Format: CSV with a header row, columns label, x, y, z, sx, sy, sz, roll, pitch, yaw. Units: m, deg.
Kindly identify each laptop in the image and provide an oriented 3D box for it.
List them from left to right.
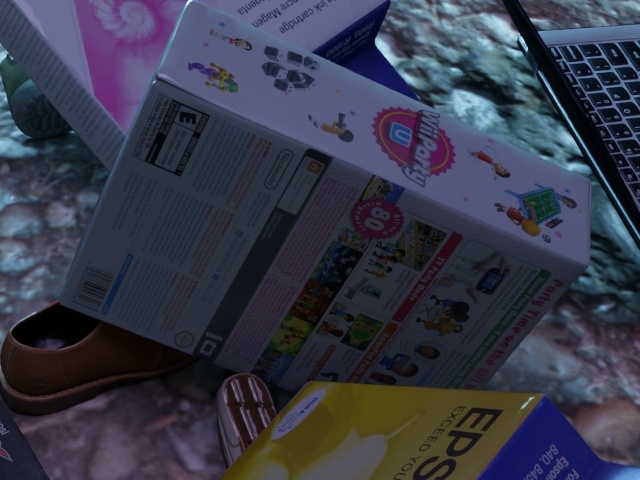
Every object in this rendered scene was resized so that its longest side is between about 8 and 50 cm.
label,x,y,z,sx,sy,sz,roll,pitch,yaw
laptop,0.317,-0.155,1.183,0.408,0.236,0.382,-6,47,-15

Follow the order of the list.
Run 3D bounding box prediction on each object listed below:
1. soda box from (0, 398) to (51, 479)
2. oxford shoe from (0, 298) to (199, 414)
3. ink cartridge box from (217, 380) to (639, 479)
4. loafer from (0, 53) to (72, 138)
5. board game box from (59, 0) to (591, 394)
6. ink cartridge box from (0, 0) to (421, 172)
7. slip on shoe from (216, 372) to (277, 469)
label,x,y,z,sx,sy,sz,roll,pitch,yaw
soda box,-0.204,0.183,0.886,0.060,0.053,0.169,-22,52,-28
oxford shoe,-0.140,0.059,1.007,0.212,0.076,0.076,-24,52,-31
ink cartridge box,0.008,0.199,0.747,0.303,0.072,0.307,-43,20,-32
loafer,-0.182,-0.180,1.225,0.251,0.094,0.087,-25,58,-30
board game box,0.000,0.000,0.932,0.303,0.224,0.097,24,42,-10
ink cartridge box,-0.092,-0.187,1.160,0.330,0.071,0.324,49,54,0
slip on shoe,-0.045,0.162,0.945,0.051,0.041,0.135,-10,66,-27
